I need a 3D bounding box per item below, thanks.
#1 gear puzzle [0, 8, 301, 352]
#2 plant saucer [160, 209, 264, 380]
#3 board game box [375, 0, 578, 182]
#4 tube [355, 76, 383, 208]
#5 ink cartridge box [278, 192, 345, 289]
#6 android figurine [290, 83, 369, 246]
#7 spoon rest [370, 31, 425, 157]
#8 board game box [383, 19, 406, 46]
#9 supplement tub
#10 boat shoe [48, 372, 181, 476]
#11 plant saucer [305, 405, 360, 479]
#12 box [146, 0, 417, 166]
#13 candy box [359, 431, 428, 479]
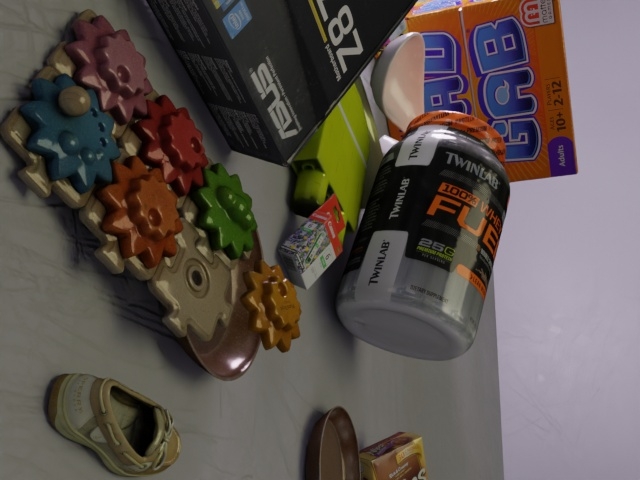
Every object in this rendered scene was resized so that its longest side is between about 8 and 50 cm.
[{"bbox_3d":[-0.101,-0.017,0.661,0.339,0.044,0.176,53,34,-34],"label":"gear puzzle"},{"bbox_3d":[-0.104,0.033,0.763,0.198,0.036,0.199,-7,90,-71],"label":"plant saucer"},{"bbox_3d":[0.341,-0.334,1.720,0.356,0.356,0.357,-55,135,-64],"label":"board game box"},{"bbox_3d":[0.070,-0.172,1.322,0.062,0.070,0.240,-12,92,-42],"label":"tube"},{"bbox_3d":[0.000,0.000,1.017,0.115,0.029,0.063,-46,137,-28],"label":"ink cartridge box"},{"bbox_3d":[0.014,-0.125,1.140,0.248,0.056,0.273,59,33,-50],"label":"android figurine"},{"bbox_3d":[0.134,-0.229,1.355,0.137,0.084,0.276,-54,161,-25],"label":"spoon rest"},{"bbox_3d":[0.048,-0.465,1.301,0.224,0.097,0.304,-55,134,-63],"label":"board game box"},{"bbox_3d":[0.162,-0.011,1.204,0.207,0.207,0.338,57,46,-53],"label":"supplement tub"},{"bbox_3d":[-0.139,0.138,0.602,0.153,0.048,0.056,59,30,-51],"label":"boat shoe"},{"bbox_3d":[0.015,0.299,1.043,0.168,0.029,0.169,-7,90,-73],"label":"plant saucer"},{"bbox_3d":[-0.044,-0.320,0.783,0.318,0.097,0.395,-52,142,-22],"label":"box"},{"bbox_3d":[0.108,0.387,1.183,0.109,0.053,0.187,-14,96,-39],"label":"candy box"}]
